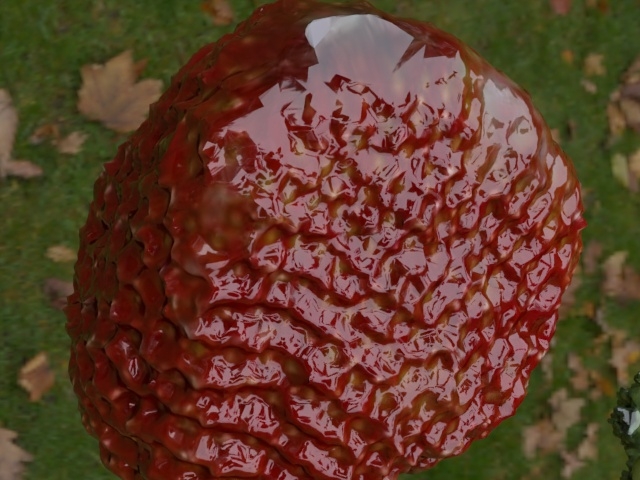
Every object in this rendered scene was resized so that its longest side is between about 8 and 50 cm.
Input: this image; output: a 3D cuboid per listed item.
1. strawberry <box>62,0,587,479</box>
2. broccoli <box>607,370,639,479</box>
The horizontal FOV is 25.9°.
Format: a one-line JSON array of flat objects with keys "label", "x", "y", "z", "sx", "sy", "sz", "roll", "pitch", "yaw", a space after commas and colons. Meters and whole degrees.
[{"label": "strawberry", "x": 0.000, "y": 0.000, "z": 0.803, "sx": 0.312, "sy": 0.351, "sz": 0.267, "roll": -17, "pitch": 54, "yaw": -17}, {"label": "broccoli", "x": 0.380, "y": 0.221, "z": 1.237, "sx": 0.260, "sy": 0.288, "sz": 0.235, "roll": -32, "pitch": 118, "yaw": -31}]
